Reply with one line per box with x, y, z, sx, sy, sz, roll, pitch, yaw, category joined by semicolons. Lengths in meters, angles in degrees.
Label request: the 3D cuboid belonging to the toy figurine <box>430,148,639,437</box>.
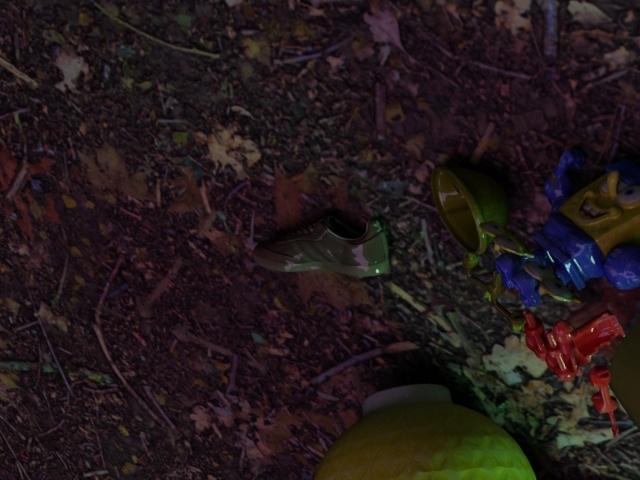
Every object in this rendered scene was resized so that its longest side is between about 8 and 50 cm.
0.284;0.001;1.186;0.191;0.217;0.362;61;177;-29;toy figurine

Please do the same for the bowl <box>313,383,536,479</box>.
0.119;0.271;1.451;0.289;0.289;0.156;-32;57;44;bowl

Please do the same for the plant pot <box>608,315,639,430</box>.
0.444;0.175;1.136;0.293;0.275;0.274;37;137;30;plant pot

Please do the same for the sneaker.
0.000;0.000;1.438;0.188;0.066;0.071;4;106;27;sneaker
